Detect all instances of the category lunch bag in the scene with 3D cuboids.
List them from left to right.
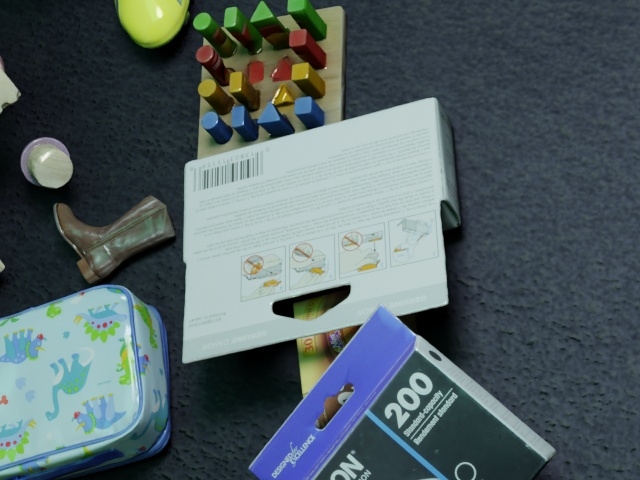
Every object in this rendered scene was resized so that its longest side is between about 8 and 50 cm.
[{"bbox_3d":[-0.259,0.154,1.694,0.219,0.090,0.176,-18,61,16],"label":"lunch bag"}]

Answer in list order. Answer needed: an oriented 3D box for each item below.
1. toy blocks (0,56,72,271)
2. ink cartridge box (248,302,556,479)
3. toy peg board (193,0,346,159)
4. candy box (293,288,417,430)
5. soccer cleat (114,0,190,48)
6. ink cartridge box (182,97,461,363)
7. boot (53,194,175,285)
[{"bbox_3d":[-0.452,-0.108,1.848,0.288,0.309,0.260,-40,24,-8],"label":"toy blocks"},{"bbox_3d":[0.064,0.198,1.502,0.208,0.045,0.206,40,102,14],"label":"ink cartridge box"},{"bbox_3d":[-0.062,-0.172,1.754,0.161,0.079,0.160,-8,66,21],"label":"toy peg board"},{"bbox_3d":[0.040,0.139,1.592,0.109,0.053,0.186,-14,63,17],"label":"candy box"},{"bbox_3d":[-0.204,-0.344,1.863,0.093,0.121,0.289,-15,63,18],"label":"soccer cleat"},{"bbox_3d":[0.000,0.000,1.645,0.275,0.060,0.239,-14,56,18],"label":"ink cartridge box"},{"bbox_3d":[-0.214,-0.022,1.780,0.114,0.037,0.106,-34,72,11],"label":"boot"}]
